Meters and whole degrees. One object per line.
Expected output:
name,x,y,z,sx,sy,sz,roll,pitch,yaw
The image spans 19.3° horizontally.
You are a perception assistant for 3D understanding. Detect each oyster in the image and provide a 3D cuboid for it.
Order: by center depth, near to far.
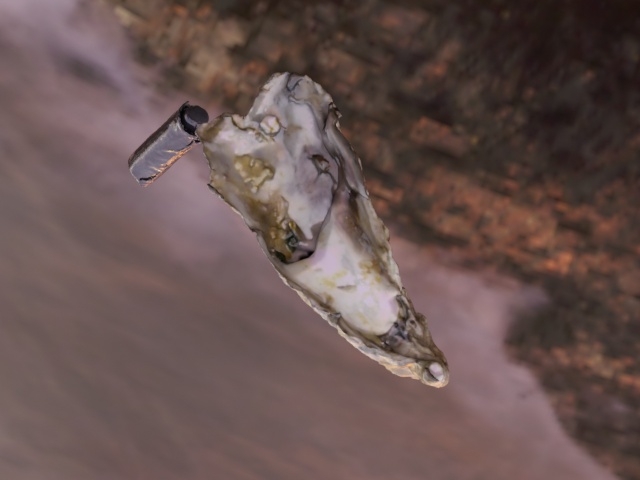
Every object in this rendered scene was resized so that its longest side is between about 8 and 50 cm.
oyster,-0.001,-0.002,1.069,0.106,0.200,0.061,-15,173,5

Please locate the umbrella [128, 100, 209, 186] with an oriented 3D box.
umbrella,-0.133,-0.084,1.649,0.036,0.031,0.133,44,147,-6
